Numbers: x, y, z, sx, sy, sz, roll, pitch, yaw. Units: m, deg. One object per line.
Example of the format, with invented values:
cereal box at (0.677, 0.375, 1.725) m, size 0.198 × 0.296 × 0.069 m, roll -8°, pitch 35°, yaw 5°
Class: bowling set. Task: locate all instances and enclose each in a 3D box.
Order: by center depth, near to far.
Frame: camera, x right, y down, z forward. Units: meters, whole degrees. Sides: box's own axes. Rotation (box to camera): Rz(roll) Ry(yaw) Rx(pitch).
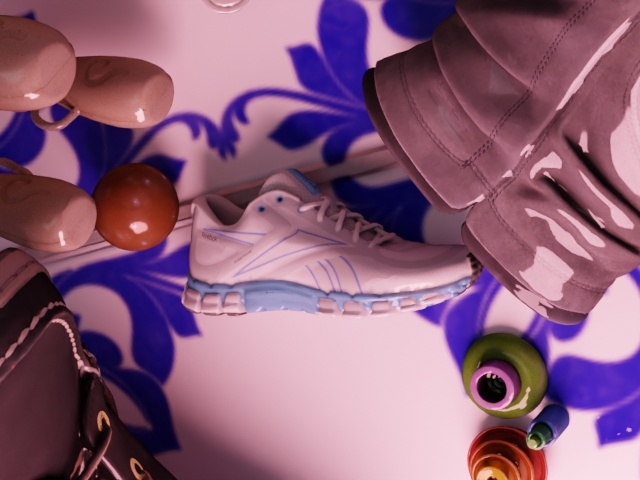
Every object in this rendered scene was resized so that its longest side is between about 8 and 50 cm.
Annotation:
bowling set at (-0.185, -0.061, 0.919) m, size 0.154 × 0.287 × 0.200 m, roll 12°, pitch 143°, yaw 30°

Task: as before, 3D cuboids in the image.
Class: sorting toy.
sorting toy at (0.105, 0.106, 0.893) m, size 0.061 × 0.042 × 0.102 m, roll -2°, pitch 103°, yaw 27°

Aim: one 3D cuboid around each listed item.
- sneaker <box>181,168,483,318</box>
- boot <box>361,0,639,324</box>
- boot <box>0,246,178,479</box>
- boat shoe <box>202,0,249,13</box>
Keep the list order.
sneaker at (0.000, 0.000, 0.902) m, size 0.191 × 0.071 × 0.083 m, roll 0°, pitch 98°, yaw 26°
boot at (0.096, -0.133, 0.794) m, size 0.223 × 0.118 × 0.338 m, roll -34°, pitch 84°, yaw 35°
boot at (-0.098, 0.176, 0.897) m, size 0.284 × 0.138 × 0.377 m, roll 33°, pitch 149°, yaw 11°
boat shoe at (-0.061, -0.191, 0.894) m, size 0.046 × 0.038 × 0.125 m, roll -12°, pitch 101°, yaw -4°
